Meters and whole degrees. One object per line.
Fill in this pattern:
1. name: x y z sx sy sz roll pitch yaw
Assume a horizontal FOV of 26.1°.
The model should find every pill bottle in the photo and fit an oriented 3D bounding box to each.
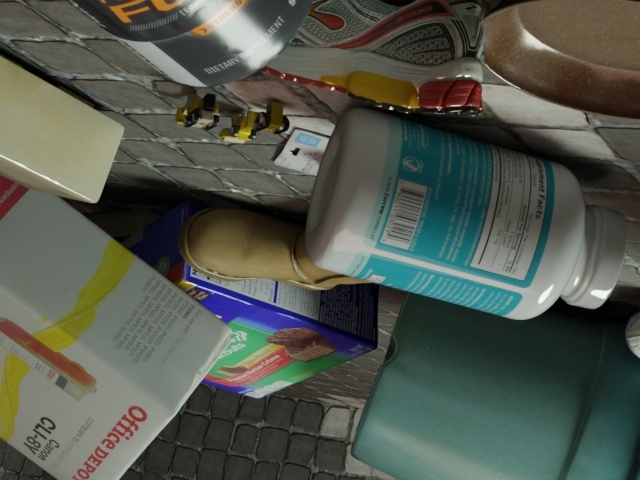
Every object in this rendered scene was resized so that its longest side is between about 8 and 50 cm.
1. pill bottle: -0.108 -0.187 0.743 0.130 0.130 0.245 6 166 28
2. pill bottle: 0.129 -0.016 1.208 0.264 0.146 0.146 16 167 -10

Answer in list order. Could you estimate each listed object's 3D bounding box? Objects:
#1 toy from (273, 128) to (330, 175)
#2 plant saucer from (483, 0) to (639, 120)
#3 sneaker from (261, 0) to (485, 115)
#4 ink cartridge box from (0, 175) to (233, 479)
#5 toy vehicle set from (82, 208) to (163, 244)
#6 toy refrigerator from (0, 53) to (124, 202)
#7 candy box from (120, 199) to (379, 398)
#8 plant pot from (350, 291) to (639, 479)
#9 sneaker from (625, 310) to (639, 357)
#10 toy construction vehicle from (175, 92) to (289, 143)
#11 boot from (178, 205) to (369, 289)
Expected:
1. toy: 0.071 -0.038 1.370 0.237 0.056 0.137 15 166 -8
2. plant saucer: 0.199 -0.129 0.902 0.198 0.036 0.198 13 167 3
3. sneaker: 0.030 -0.145 0.926 0.088 0.093 0.225 -2 -165 -43
4. ink cartridge box: -0.338 0.106 1.652 0.384 0.160 0.279 37 136 -4
5. toy vehicle set: -0.186 0.019 1.908 0.267 0.035 0.166 23 164 -37
6. toy refrigerator: -0.317 -0.128 1.293 0.102 0.094 0.269 12 168 38
7. candy box: -0.125 0.089 1.816 0.317 0.122 0.268 22 146 -33
8. plant pot: 0.233 0.215 1.765 0.334 0.341 0.341 20 168 5
9. sneaker: 0.477 0.114 1.609 0.237 0.085 0.086 7 -167 10
10. toy construction vehicle: -0.082 -0.115 1.258 0.086 0.035 0.098 6 173 -21
11. boot: 0.000 0.000 1.557 0.236 0.089 0.269 8 171 -31
